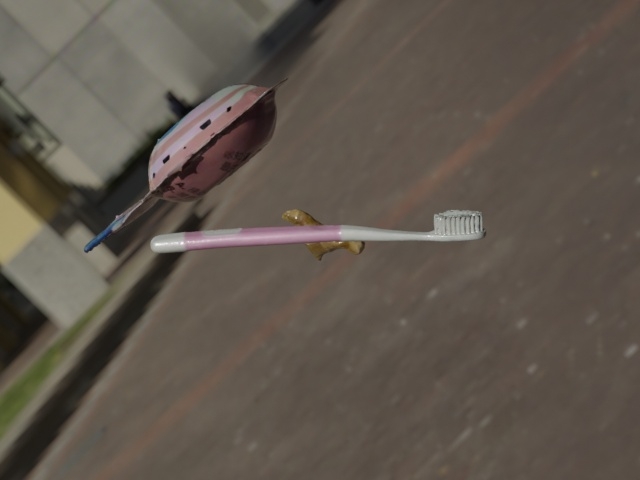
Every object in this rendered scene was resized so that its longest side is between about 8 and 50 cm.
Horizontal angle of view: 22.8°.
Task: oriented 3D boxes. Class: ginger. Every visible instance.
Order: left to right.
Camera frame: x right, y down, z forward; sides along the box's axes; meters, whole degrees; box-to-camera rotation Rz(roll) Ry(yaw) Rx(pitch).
[{"bbox_3d":[-0.001,0.001,1.737,0.030,0.097,0.048,-65,-2,-52],"label":"ginger"}]

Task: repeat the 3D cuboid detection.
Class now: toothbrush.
[{"bbox_3d":[-0.004,-0.007,1.344,0.287,0.025,0.020,-3,24,7],"label":"toothbrush"}]

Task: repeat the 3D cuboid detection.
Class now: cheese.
[{"bbox_3d":[-0.139,-0.077,1.646,0.286,0.074,0.189,-38,1,29],"label":"cheese"}]
